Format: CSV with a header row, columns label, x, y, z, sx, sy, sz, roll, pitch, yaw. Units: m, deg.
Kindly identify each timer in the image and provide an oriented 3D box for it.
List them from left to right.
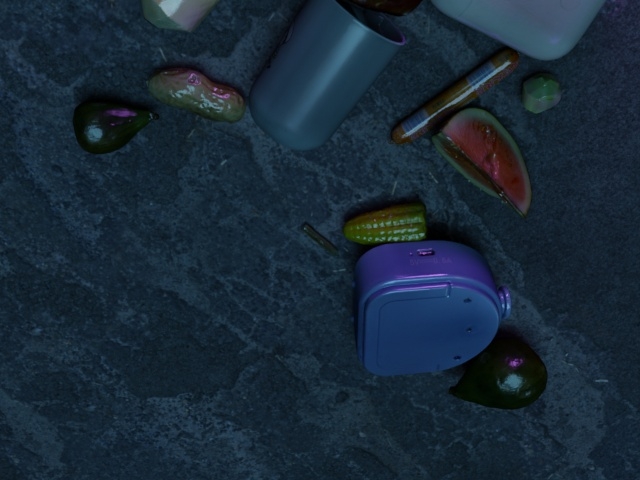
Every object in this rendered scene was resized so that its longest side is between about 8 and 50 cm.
label,x,y,z,sx,sy,sz,roll,pitch,yaw
timer,0.262,0.153,2.131,0.394,0.173,0.395,-4,137,-4

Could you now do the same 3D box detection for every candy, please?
label,x,y,z,sx,sy,sz,roll,pitch,yaw
candy,0.150,-0.030,2.065,0.198,0.106,0.094,-8,105,4

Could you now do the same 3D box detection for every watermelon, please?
label,x,y,z,sx,sy,sz,roll,pitch,yaw
watermelon,0.339,-0.180,1.976,0.303,0.159,0.128,40,140,-27

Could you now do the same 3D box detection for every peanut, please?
label,x,y,z,sx,sy,sz,roll,pitch,yaw
peanut,-0.257,-0.303,1.873,0.214,0.099,0.099,24,117,-18

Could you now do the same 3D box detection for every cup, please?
label,x,y,z,sx,sy,sz,roll,pitch,yaw
cup,0.000,-0.342,1.801,0.205,0.205,0.312,29,116,-20

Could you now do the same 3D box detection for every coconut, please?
label,x,y,z,sx,sy,sz,roll,pitch,yaw
coconut,-0.281,-0.477,1.735,0.147,0.147,0.152,39,105,-24
coconut,0.477,-0.321,1.924,0.083,0.082,0.081,35,152,20

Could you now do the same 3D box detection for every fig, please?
label,x,y,z,sx,sy,sz,roll,pitch,yaw
fig,-0.433,-0.248,1.895,0.177,0.117,0.117,-15,123,-16
fig,0.449,0.357,2.271,0.245,0.195,0.195,-31,119,4

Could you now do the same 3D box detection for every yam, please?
label,x,y,z,sx,sy,sz,roll,pitch,yaw
yam,0.000,0.000,2.118,0.021,0.021,0.116,-41,117,19

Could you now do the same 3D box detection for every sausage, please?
label,x,y,z,sx,sy,sz,roll,pitch,yaw
sausage,0.290,-0.307,1.932,0.347,0.053,0.053,-35,118,16

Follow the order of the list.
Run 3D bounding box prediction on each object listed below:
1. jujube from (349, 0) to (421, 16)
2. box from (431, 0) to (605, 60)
label,x,y,z,sx,sy,sz,roll,pitch,yaw
jujube,0.144,-0.581,1.643,0.223,0.223,0.318,12,102,-11
box,0.403,-0.528,1.753,0.349,0.141,0.289,22,118,-17
